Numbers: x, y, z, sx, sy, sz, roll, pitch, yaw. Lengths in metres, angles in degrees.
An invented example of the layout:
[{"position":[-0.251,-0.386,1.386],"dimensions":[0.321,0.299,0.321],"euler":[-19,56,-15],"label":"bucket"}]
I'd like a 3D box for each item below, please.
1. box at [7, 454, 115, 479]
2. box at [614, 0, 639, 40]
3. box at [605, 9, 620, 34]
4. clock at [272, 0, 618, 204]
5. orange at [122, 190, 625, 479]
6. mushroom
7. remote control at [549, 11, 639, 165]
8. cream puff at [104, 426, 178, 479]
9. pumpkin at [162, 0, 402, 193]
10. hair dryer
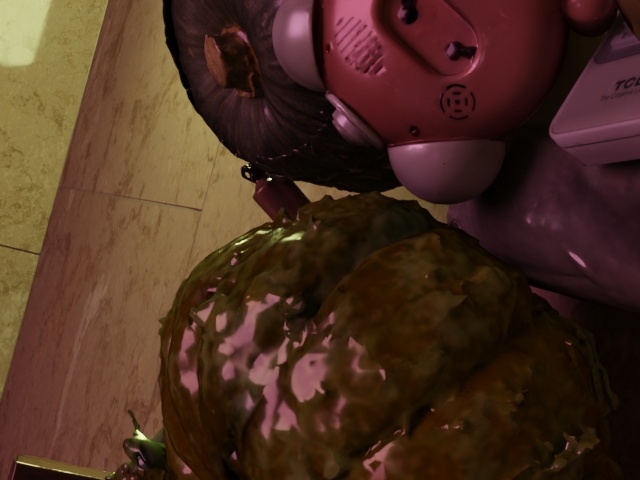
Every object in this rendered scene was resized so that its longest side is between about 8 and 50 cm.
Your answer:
[{"position":[-0.277,0.370,1.246],"dimensions":[0.086,0.215,0.215],"euler":[176,109,-75],"label":"box"},{"position":[0.237,-0.148,0.441],"dimensions":[0.224,0.069,0.120],"euler":[-38,39,9],"label":"box"},{"position":[0.217,-0.156,0.681],"dimensions":[0.083,0.024,0.054],"euler":[-64,26,24],"label":"box"},{"position":[0.064,-0.118,0.617],"dimensions":[0.162,0.166,0.093],"euler":[-49,-11,17],"label":"clock"},{"position":[0.038,0.104,0.622],"dimensions":[0.300,0.223,0.301],"euler":[43,146,21],"label":"orange"},{"position":[0.180,-0.014,0.593],"dimensions":[0.351,0.097,0.109],"euler":[12,82,63],"label":"mushroom"},{"position":[0.212,-0.145,0.562],"dimensions":[0.250,0.034,0.103],"euler":[-55,19,-15],"label":"remote control"},{"position":[-0.090,0.201,0.961],"dimensions":[0.282,0.185,0.282],"euler":[-38,46,52],"label":"cream puff"},{"position":[0.028,-0.179,0.832],"dimensions":[0.291,0.257,0.327],"euler":[58,152,13],"label":"pumpkin"},{"position":[0.000,0.000,0.908],"dimensions":[0.064,0.181,0.117],"euler":[-43,2,-37],"label":"hair dryer"}]
